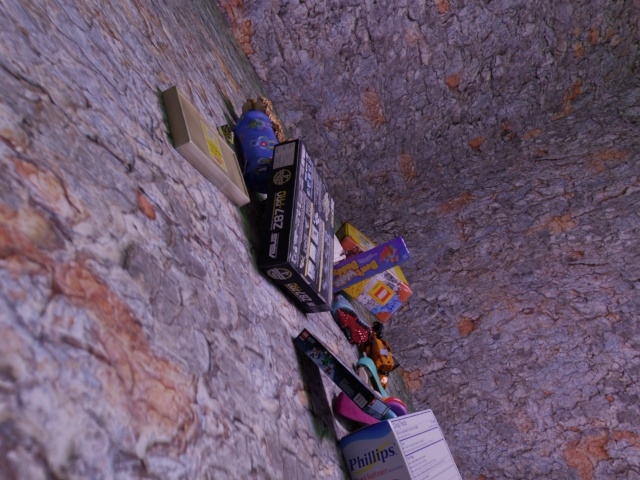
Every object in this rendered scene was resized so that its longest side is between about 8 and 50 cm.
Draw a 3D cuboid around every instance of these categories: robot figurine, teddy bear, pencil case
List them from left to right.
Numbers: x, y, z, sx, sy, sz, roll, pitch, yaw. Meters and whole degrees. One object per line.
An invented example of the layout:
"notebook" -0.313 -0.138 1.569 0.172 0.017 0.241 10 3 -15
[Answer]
"pencil case" -0.195 -0.280 1.320 0.119 0.133 0.306 115 -34 -44
"teddy bear" -0.176 -0.371 1.541 0.245 0.113 0.338 -12 -66 54
"robot figurine" 0.227 0.469 1.740 0.291 0.085 0.211 -106 -156 -65

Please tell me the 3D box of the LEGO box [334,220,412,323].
"LEGO box" 0.203 0.125 1.991 0.372 0.193 0.500 40 10 -4

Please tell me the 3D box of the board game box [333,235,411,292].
"board game box" 0.120 0.099 1.387 0.233 0.347 0.078 21 45 -79

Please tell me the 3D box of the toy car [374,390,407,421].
"toy car" 0.207 0.553 1.313 0.182 0.136 0.159 7 59 -81

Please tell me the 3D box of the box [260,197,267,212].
"box" -0.133 -0.041 1.313 0.116 0.029 0.162 50 18 -66

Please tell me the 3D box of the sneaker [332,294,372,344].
"sneaker" 0.126 0.311 1.681 0.262 0.104 0.125 60 7 -37

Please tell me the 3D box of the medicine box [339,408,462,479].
"medicine box" 0.213 0.572 0.987 0.263 0.149 0.289 22 40 -52

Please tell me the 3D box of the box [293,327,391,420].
"box" 0.051 0.315 0.990 0.233 0.044 0.159 38 -9 34

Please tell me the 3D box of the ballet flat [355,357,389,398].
"ballet flat" 0.183 0.540 1.490 0.087 0.083 0.247 8 54 -52

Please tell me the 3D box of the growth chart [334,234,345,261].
"growth chart" 0.000 0.000 1.702 0.237 0.172 0.021 67 -30 28

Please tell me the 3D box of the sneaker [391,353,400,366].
"sneaker" 0.272 0.542 1.918 0.146 0.122 0.330 60 -6 16

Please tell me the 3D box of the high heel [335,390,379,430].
"high heel" 0.101 0.493 1.119 0.117 0.082 0.244 -46 130 -48

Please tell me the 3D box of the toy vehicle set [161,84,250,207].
"toy vehicle set" -0.255 -0.206 0.966 0.166 0.035 0.267 69 8 27

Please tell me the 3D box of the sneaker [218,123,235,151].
"sneaker" -0.263 -0.295 1.207 0.083 0.035 0.031 63 8 -12

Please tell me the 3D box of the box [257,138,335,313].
"box" -0.047 -0.035 1.188 0.318 0.097 0.394 52 34 -53
